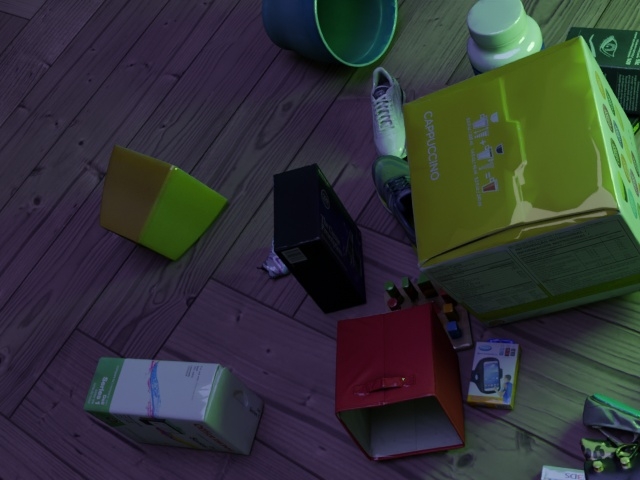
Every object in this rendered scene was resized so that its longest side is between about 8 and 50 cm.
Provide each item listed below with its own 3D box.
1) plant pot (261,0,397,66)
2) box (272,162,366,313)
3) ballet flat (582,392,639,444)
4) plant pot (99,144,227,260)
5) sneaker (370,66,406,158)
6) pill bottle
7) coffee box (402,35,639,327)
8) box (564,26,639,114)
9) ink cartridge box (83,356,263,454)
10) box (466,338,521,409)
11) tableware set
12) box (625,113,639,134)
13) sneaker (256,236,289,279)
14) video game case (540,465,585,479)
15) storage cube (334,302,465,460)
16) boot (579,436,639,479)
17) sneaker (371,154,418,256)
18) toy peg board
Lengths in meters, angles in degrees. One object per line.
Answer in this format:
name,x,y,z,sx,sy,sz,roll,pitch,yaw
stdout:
plant pot,0.003,-0.559,2.181,0.255,0.271,0.272,11,64,47
box,0.000,0.000,1.796,0.103,0.261,0.184,-16,54,15
ballet flat,0.534,0.313,1.470,0.213,0.072,0.068,16,94,34
plant pot,-0.385,-0.075,2.079,0.212,0.212,0.187,21,82,34
sneaker,0.148,-0.279,2.020,0.090,0.095,0.235,-15,55,14
pill bottle,0.389,-0.371,1.849,0.152,0.272,0.152,-12,55,18
coffee box,0.371,-0.085,1.575,0.338,0.334,0.338,-17,60,26
box,0.586,-0.342,1.803,0.207,0.108,0.153,10,44,24
ink cartridge box,-0.282,0.323,1.754,0.278,0.201,0.117,0,60,25
box,0.318,0.238,1.637,0.081,0.028,0.136,0,61,26
tableware set,0.259,-0.264,1.991,0.128,0.039,0.194,-7,56,20
box,0.526,-0.222,1.816,0.190,0.045,0.184,27,66,36
sneaker,-0.110,0.042,1.964,0.069,0.038,0.098,-25,51,7
video game case,0.421,0.450,1.452,0.143,0.019,0.157,1,60,26
storage cube,0.141,0.254,1.598,0.183,0.215,0.193,-13,48,18
boot,0.536,0.302,1.347,0.284,0.138,0.377,-11,89,18
sneaker,0.187,-0.086,1.853,0.111,0.121,0.300,-33,51,2
toy peg board,0.197,0.137,1.729,0.161,0.079,0.161,-15,53,17
